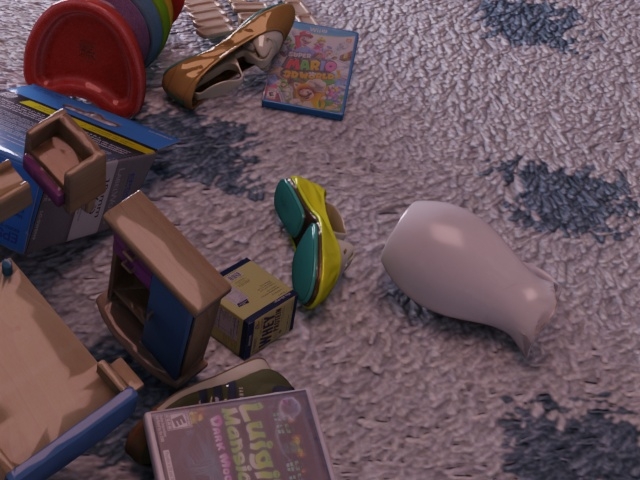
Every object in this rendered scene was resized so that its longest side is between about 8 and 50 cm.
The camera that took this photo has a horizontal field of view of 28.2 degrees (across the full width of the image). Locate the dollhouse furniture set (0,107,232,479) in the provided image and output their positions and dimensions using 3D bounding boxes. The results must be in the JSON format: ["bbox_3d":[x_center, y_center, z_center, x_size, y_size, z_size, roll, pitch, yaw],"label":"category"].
[{"bbox_3d":[-0.286,0.090,1.250,0.303,0.198,0.286,-37,75,-28],"label":"dollhouse furniture set"}]

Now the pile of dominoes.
[{"bbox_3d":[-0.122,-0.357,2.015,0.196,0.040,0.251,-4,32,-17],"label":"pile of dominoes"}]

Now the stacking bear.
[{"bbox_3d":[-0.281,-0.320,1.830,0.175,0.164,0.289,16,34,8],"label":"stacking bear"}]

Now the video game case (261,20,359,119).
[{"bbox_3d":[-0.013,-0.252,1.868,0.119,0.015,0.166,10,55,1],"label":"video game case"}]

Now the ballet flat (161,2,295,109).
[{"bbox_3d":[-0.116,-0.257,1.824,0.232,0.080,0.073,-34,63,-16],"label":"ballet flat"}]

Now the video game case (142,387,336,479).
[{"bbox_3d":[-0.068,0.241,1.226,0.173,0.022,0.190,-6,60,-19],"label":"video game case"}]

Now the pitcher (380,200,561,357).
[{"bbox_3d":[0.188,0.034,1.524,0.207,0.125,0.178,31,21,10],"label":"pitcher"}]

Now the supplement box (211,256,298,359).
[{"bbox_3d":[-0.085,0.076,1.446,0.083,0.056,0.083,34,44,27],"label":"supplement box"}]

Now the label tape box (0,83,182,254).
[{"bbox_3d":[-0.352,-0.096,1.541,0.240,0.106,0.334,22,16,16],"label":"label tape box"}]

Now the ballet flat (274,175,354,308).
[{"bbox_3d":[0.000,0.000,1.553,0.077,0.077,0.231,13,33,-23],"label":"ballet flat"}]

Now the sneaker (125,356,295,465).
[{"bbox_3d":[-0.098,0.187,1.298,0.192,0.064,0.086,-26,48,-38],"label":"sneaker"}]
